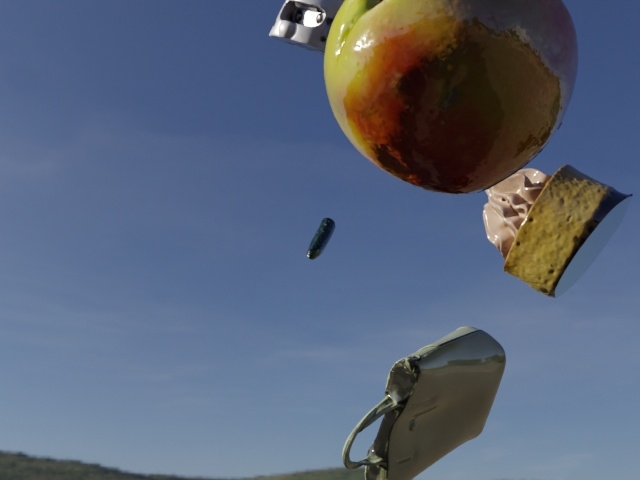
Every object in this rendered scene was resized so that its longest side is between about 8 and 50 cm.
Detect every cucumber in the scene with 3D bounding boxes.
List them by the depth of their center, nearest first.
[{"bbox_3d":[0.000,0.000,1.391,0.032,0.133,0.032,7,-59,12],"label":"cucumber"}]

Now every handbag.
[{"bbox_3d":[0.150,0.256,1.056,0.109,0.241,0.315,24,24,30],"label":"handbag"}]

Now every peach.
[{"bbox_3d":[0.119,-0.159,0.679,0.230,0.231,0.231,1,-23,0],"label":"peach"}]

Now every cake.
[{"bbox_3d":[0.332,-0.032,1.090,0.207,0.178,0.185,-25,-36,-38],"label":"cake"}]

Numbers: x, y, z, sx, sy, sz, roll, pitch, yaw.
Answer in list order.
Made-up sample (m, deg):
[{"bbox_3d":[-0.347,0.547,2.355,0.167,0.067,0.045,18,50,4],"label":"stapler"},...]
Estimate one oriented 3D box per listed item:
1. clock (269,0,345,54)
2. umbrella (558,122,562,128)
[{"bbox_3d":[0.029,-0.465,1.332,0.188,0.254,0.189,20,6,-2],"label":"clock"},{"bbox_3d":[0.414,-0.306,1.389,0.071,0.080,0.224,-9,-66,34],"label":"umbrella"}]
